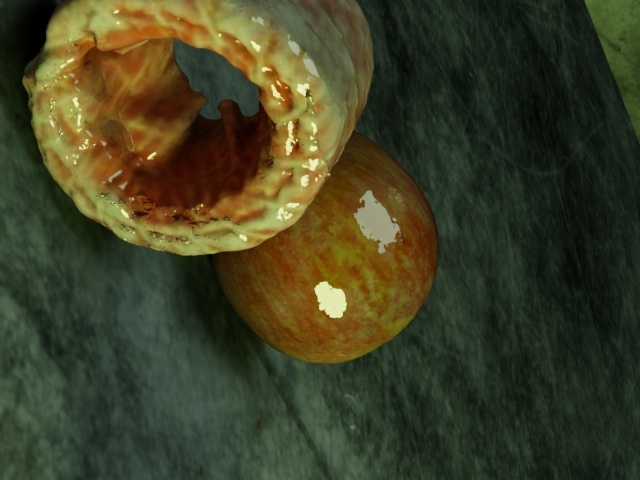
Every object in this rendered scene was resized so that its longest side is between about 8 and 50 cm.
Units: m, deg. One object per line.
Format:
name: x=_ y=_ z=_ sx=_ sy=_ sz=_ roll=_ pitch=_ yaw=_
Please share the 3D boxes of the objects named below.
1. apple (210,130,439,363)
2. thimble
apple: x=0.000 y=0.000 z=1.393 sx=0.174 sy=0.188 sz=0.188 roll=50 pitch=33 yaw=-24
thimble: x=-0.087 y=-0.114 z=1.218 sx=0.239 sy=0.239 sz=0.162 roll=64 pitch=28 yaw=-24
